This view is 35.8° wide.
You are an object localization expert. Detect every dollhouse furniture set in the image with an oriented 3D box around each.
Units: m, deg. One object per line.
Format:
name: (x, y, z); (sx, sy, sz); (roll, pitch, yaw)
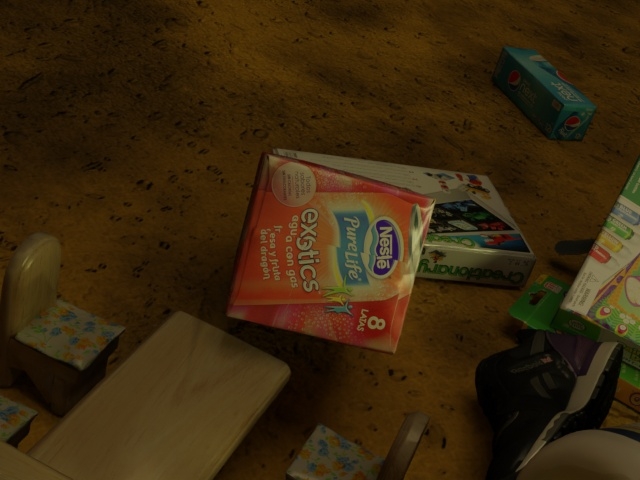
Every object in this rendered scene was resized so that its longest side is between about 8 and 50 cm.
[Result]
dollhouse furniture set: (-0.143, 0.146, 0.676); (0.362, 0.257, 0.394); (25, 33, 12)

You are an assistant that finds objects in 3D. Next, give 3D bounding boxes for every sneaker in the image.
sneaker: (0.194, 0.173, 0.963); (0.124, 0.107, 0.283); (16, 26, 26)

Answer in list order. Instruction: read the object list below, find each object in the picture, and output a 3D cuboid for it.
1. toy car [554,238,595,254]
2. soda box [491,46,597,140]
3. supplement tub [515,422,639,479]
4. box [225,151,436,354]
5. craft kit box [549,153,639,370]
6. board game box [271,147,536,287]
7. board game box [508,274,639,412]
toy car: (0.400, 0.028, 1.254); (0.188, 0.149, 0.155); (-12, 48, 1)
soda box: (0.377, -0.253, 1.688); (0.071, 0.067, 0.210); (0, 37, -24)
supplement tub: (0.325, 0.246, 0.768); (0.316, 0.228, 0.228); (-3, 37, -27)
box: (0.000, 0.000, 0.958); (0.154, 0.142, 0.300); (14, 4, -6)
craft kit box: (0.423, 0.049, 1.113); (0.246, 0.061, 0.250); (28, 62, 13)
board game box: (0.095, -0.030, 1.237); (0.305, 0.053, 0.193); (6, 33, -16)
board game box: (0.342, 0.131, 1.127); (0.259, 0.039, 0.124); (33, 35, 18)
